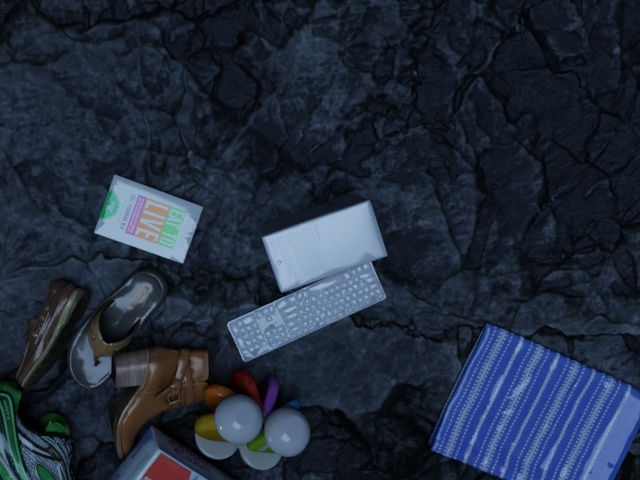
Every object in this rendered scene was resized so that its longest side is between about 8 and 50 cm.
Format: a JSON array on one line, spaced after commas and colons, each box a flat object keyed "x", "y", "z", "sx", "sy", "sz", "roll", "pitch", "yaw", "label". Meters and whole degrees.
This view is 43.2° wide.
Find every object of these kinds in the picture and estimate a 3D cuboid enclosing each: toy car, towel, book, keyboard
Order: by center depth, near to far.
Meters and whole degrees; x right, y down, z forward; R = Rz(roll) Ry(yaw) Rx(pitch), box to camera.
[{"x": -0.266, "y": -0.033, "z": 1.258, "sx": 0.144, "sy": 0.035, "sz": 0.096, "roll": 19, "pitch": 92, "yaw": -8, "label": "book"}, {"x": -0.105, "y": 0.276, "z": 1.278, "sx": 0.181, "sy": 0.159, "sz": 0.136, "roll": 19, "pitch": 56, "yaw": -19, "label": "toy car"}, {"x": -0.022, "y": 0.114, "z": 1.317, "sx": 0.256, "sy": 0.014, "sz": 0.072, "roll": -24, "pitch": 101, "yaw": -3, "label": "keyboard"}, {"x": 0.379, "y": 0.313, "z": 1.384, "sx": 0.335, "sy": 0.040, "sz": 0.243, "roll": 24, "pitch": 94, "yaw": -10, "label": "towel"}]

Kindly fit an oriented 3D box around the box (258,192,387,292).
[{"x": 0.000, "y": 0.000, "z": 1.243, "sx": 0.170, "sy": 0.130, "sz": 0.091, "roll": -19, "pitch": 100, "yaw": -3, "label": "box"}]

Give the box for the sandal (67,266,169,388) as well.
[{"x": -0.318, "y": 0.138, "z": 1.261, "sx": 0.090, "sy": 0.060, "sz": 0.219, "roll": 42, "pitch": 92, "yaw": -11, "label": "sandal"}]

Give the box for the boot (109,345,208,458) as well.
[{"x": -0.254, "y": 0.259, "z": 1.285, "sx": 0.152, "sy": 0.073, "sz": 0.197, "roll": -2, "pitch": 117, "yaw": -23, "label": "boot"}]

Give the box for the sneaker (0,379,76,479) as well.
[{"x": -0.419, "y": 0.362, "z": 1.249, "sx": 0.146, "sy": 0.134, "sz": 0.344, "roll": -44, "pitch": 112, "yaw": -19, "label": "sneaker"}]

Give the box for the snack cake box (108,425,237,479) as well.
[{"x": -0.204, "y": 0.432, "z": 1.265, "sx": 0.264, "sy": 0.089, "sz": 0.152, "roll": 40, "pitch": 87, "yaw": -23, "label": "snack cake box"}]

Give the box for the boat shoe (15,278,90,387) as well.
[{"x": -0.424, "y": 0.142, "z": 1.252, "sx": 0.060, "sy": 0.064, "sz": 0.178, "roll": 29, "pitch": 90, "yaw": 7, "label": "boat shoe"}]
